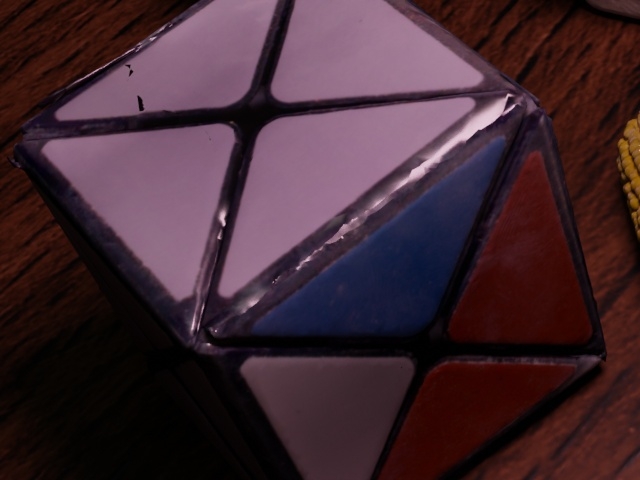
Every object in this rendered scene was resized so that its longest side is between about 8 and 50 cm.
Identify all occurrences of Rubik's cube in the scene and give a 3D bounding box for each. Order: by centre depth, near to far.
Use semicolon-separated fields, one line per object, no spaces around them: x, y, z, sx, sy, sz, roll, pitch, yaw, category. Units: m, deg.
0.000;0.000;1.335;0.305;0.307;0.310;-37;48;-11;Rubik's cube

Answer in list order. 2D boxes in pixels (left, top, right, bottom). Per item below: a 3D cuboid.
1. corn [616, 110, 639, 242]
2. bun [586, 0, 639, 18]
0.291;0.005;1.380;0.086;0.086;0.288;-13;48;8;corn
0.288;-0.287;1.590;0.263;0.175;0.263;6;14;-2;bun
